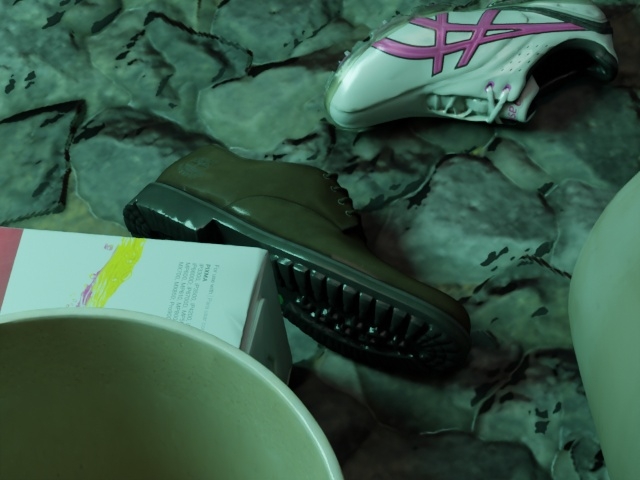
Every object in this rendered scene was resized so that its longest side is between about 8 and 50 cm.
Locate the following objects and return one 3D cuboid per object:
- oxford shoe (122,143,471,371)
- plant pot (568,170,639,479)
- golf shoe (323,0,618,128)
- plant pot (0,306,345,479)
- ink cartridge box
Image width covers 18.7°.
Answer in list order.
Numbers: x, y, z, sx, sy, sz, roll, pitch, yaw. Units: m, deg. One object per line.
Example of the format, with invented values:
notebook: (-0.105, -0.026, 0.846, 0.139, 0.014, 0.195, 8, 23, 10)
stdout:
oxford shoe: (0.000, 0.000, 1.138, 0.227, 0.082, 0.096, 29, 60, 22)
plant pot: (0.264, 0.085, 0.938, 0.323, 0.323, 0.280, -21, 41, -7)
golf shoe: (0.094, -0.106, 1.203, 0.186, 0.067, 0.086, -22, 58, -7)
plant pot: (-0.104, 0.213, 0.886, 0.257, 0.274, 0.256, -3, 51, 3)
ink cartridge box: (-0.114, 0.081, 1.069, 0.176, 0.128, 0.127, 4, 58, 10)
